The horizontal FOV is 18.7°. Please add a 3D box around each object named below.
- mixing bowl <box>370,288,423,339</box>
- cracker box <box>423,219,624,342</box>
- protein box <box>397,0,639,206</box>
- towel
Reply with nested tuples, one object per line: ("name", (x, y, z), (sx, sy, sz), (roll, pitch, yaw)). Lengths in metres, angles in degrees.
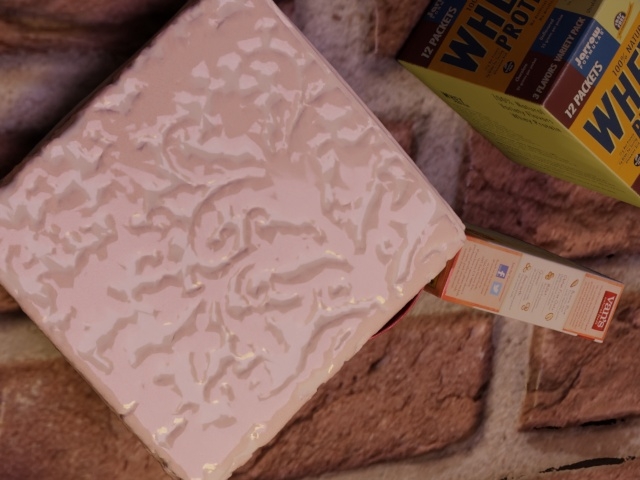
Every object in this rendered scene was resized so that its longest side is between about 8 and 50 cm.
("mixing bowl", (0.000, 0.000, 1.710), (0.181, 0.098, 0.181), (-1, 93, -19))
("cracker box", (0.151, 0.025, 1.820), (0.232, 0.156, 0.067), (15, 97, -41))
("protein box", (0.222, -0.152, 1.782), (0.201, 0.200, 0.136), (36, 82, -41))
("towel", (-0.085, -0.005, 1.600), (0.332, 0.053, 0.317), (-44, 105, -12))
